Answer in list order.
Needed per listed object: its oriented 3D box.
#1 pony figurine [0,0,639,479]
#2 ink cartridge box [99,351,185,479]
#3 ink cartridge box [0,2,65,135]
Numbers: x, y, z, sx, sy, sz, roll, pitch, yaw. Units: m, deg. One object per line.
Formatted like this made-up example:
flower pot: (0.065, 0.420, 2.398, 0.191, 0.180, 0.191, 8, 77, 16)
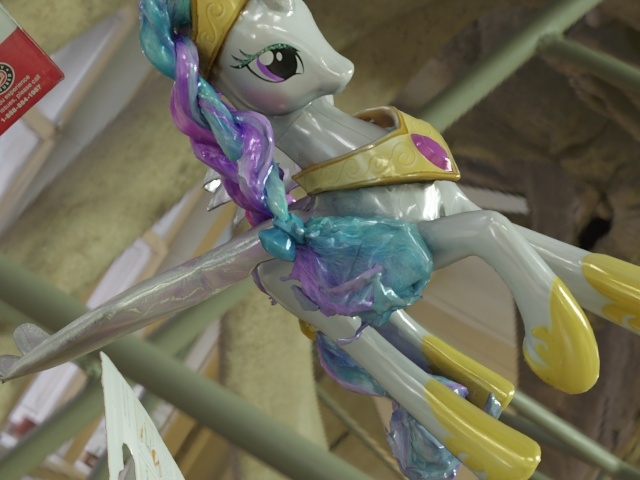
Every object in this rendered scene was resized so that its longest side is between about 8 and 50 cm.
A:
pony figurine: (0.000, 0.000, 0.655, 0.363, 0.303, 0.351, 41, -39, -9)
ink cartridge box: (-0.079, 0.162, 0.478, 0.145, 0.045, 0.179, -108, 177, -50)
ink cartridge box: (-0.256, -0.125, 0.565, 0.176, 0.128, 0.127, 51, -6, -40)
